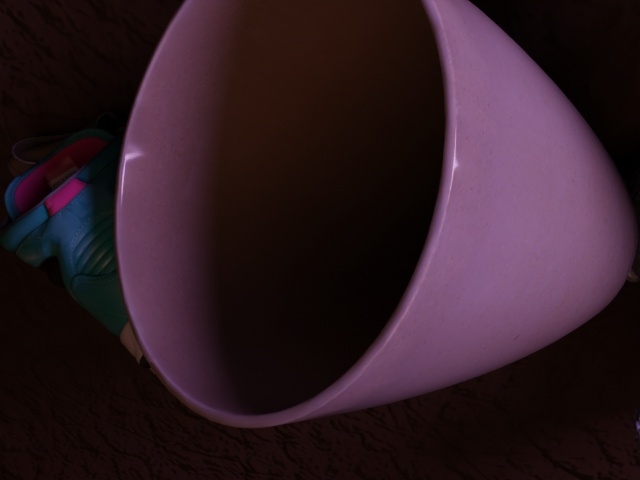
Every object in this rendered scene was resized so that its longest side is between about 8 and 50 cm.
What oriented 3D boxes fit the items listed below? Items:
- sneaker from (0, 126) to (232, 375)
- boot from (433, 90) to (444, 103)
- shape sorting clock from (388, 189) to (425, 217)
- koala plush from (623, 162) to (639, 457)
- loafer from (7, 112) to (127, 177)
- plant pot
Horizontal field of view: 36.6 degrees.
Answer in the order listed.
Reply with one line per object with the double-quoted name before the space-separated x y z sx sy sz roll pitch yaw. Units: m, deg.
"sneaker" -0.150 0.008 0.734 0.124 0.295 0.178 -40 86 -10
"boot" 0.018 -0.126 0.673 0.198 0.077 0.137 37 130 -10
"shape sorting clock" 0.000 0.000 0.771 0.206 0.040 0.206 16 140 13
"koala plush" 0.278 0.029 0.667 0.196 0.203 0.221 -29 92 20
"loafer" -0.179 -0.075 0.772 0.148 0.056 0.050 -2 123 4
"plant pot" 0.064 -0.021 0.575 0.274 0.256 0.256 9 139 -43
